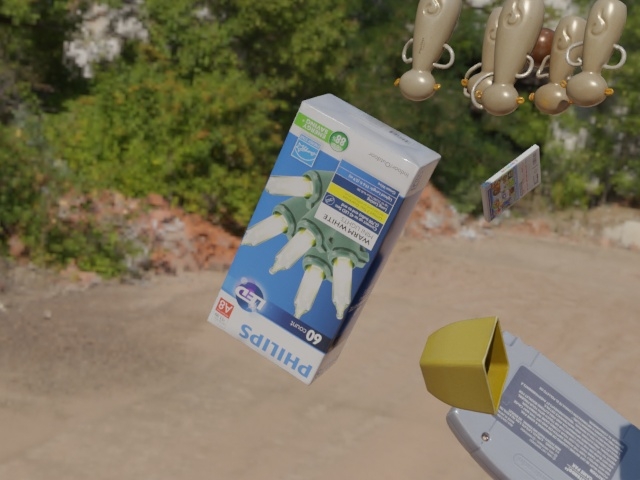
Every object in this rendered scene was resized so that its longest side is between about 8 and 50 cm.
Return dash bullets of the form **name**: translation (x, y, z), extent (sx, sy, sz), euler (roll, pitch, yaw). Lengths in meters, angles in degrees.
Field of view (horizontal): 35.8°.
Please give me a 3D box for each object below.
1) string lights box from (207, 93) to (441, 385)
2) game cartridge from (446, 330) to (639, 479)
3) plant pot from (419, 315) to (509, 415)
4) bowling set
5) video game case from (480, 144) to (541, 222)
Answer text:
- **string lights box**: translation (0.000, 0.000, 0.998), extent (0.133, 0.259, 0.077), euler (31, 23, 13)
- **game cartridge**: translation (0.337, 0.295, 1.460), extent (0.294, 0.196, 0.060), euler (38, -29, 3)
- **plant pot**: translation (0.160, 0.140, 1.119), extent (0.083, 0.081, 0.081), euler (-1, 36, 26)
- **bowling set**: translation (0.265, -0.217, 1.262), extent (0.287, 0.154, 0.200), euler (16, 0, 34)
- **video game case**: translation (0.313, -0.093, 1.620), extent (0.122, 0.087, 0.011), euler (-36, 51, -16)
